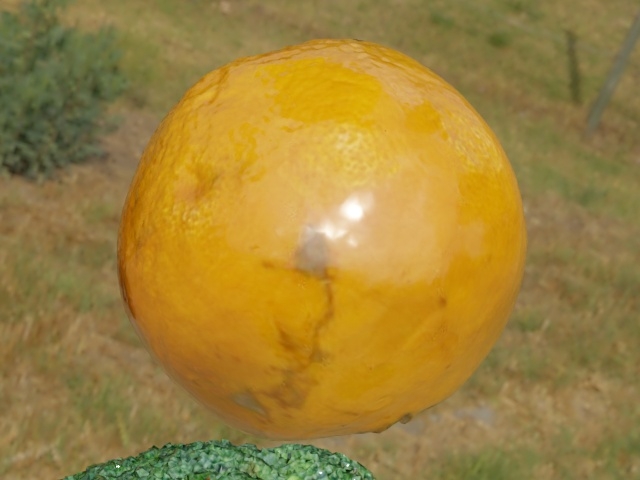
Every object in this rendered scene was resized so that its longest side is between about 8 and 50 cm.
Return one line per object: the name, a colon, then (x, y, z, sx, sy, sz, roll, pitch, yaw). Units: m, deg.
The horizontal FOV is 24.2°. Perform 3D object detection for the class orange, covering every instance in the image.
orange: (0.000, 0.000, 1.103, 0.312, 0.312, 0.312, 17, 32, -11)

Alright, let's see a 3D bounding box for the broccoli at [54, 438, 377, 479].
broccoli: (-0.065, 0.242, 0.773, 0.275, 0.308, 0.308, 34, 32, 14)
